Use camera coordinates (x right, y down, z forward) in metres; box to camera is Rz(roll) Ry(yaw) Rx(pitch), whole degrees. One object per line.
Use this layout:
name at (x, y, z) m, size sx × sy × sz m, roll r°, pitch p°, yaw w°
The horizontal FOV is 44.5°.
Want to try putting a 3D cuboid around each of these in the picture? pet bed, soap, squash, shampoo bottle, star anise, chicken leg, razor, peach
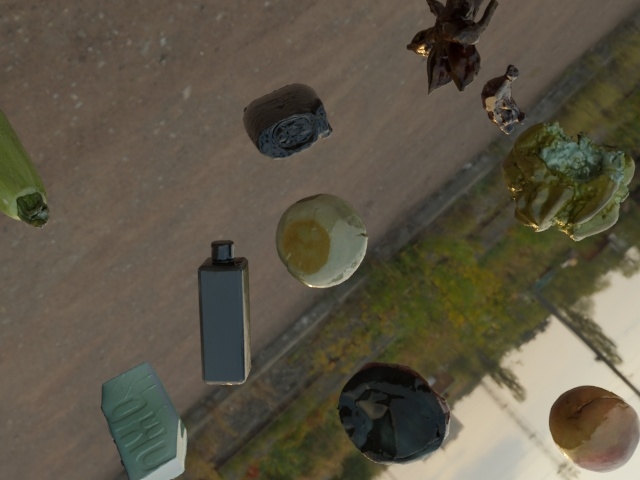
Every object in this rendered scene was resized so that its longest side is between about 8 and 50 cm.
pet bed at (0.123, 0.301, 1.358) m, size 0.201 × 0.201 × 0.053 m, roll -50°, pitch 174°, yaw 26°
soap at (-0.359, 0.384, 1.595) m, size 0.145 × 0.231 × 0.091 m, roll -28°, pitch 158°, yaw -13°
squash at (-0.567, -0.102, 1.417) m, size 0.137 × 0.287 × 0.137 m, roll -33°, pitch 159°, yaw -15°
shampoo bottle at (-0.165, 0.122, 1.356) m, size 0.080 × 0.079 × 0.246 m, roll -78°, pitch 167°, yaw -77°
star anise at (0.224, -0.342, 1.303) m, size 0.212 × 0.111 × 0.196 m, roll -55°, pitch -160°, yaw 39°
chicken leg at (0.364, -0.283, 1.557) m, size 0.048 × 0.089 × 0.219 m, roll -64°, pitch 152°, yaw -19°
razor at (-0.082, -0.281, 1.786) m, size 0.189 × 0.107 × 0.327 m, roll -22°, pitch -158°, yaw 0°
peach at (0.553, 0.380, 1.590) m, size 0.184 × 0.184 × 0.184 m, roll -41°, pitch 167°, yaw -11°

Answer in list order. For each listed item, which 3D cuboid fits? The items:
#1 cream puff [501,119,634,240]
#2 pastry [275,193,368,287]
cream puff at (0.420, -0.089, 1.378) m, size 0.195 × 0.220 × 0.195 m, roll -60°, pitch 165°, yaw -27°
pastry at (0.000, 0.000, 1.295) m, size 0.156 × 0.156 × 0.092 m, roll -49°, pitch 173°, yaw 24°
